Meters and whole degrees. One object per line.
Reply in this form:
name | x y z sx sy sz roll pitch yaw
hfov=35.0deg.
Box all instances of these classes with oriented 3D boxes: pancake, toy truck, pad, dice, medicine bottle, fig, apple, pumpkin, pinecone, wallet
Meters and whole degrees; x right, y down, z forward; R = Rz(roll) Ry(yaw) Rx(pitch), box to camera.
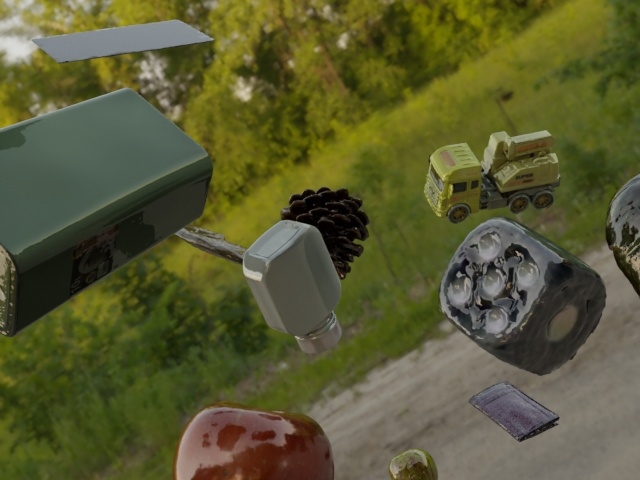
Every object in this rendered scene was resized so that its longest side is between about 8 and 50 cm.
pancake | -0.194 0.022 2.289 0.288 0.286 0.033 27 99 56
toy truck | 0.352 -0.141 2.055 0.272 0.157 0.124 -9 39 -10
pad | -0.409 -0.412 2.094 0.330 0.004 0.220 -14 28 -25
dice | 0.302 0.082 1.526 0.183 0.182 0.181 40 102 41
medicine bottle | -0.029 0.069 1.405 0.069 0.183 0.119 11 45 44
fig | 0.204 0.459 1.908 0.093 0.166 0.093 -37 -29 -25
apple | -0.113 0.366 1.594 0.260 0.260 0.217 170 113 -71
pumpkin | 0.477 0.003 1.291 0.238 0.238 0.159 -40 -5 -47
pinecone | 0.002 0.000 1.738 0.163 0.163 0.165 -27 40 36
wallet | 0.400 0.351 2.108 0.111 0.030 0.166 -17 30 -28

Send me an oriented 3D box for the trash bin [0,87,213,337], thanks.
trash bin | -0.335 -0.059 1.355 0.343 0.223 0.158 -33 -26 -38
